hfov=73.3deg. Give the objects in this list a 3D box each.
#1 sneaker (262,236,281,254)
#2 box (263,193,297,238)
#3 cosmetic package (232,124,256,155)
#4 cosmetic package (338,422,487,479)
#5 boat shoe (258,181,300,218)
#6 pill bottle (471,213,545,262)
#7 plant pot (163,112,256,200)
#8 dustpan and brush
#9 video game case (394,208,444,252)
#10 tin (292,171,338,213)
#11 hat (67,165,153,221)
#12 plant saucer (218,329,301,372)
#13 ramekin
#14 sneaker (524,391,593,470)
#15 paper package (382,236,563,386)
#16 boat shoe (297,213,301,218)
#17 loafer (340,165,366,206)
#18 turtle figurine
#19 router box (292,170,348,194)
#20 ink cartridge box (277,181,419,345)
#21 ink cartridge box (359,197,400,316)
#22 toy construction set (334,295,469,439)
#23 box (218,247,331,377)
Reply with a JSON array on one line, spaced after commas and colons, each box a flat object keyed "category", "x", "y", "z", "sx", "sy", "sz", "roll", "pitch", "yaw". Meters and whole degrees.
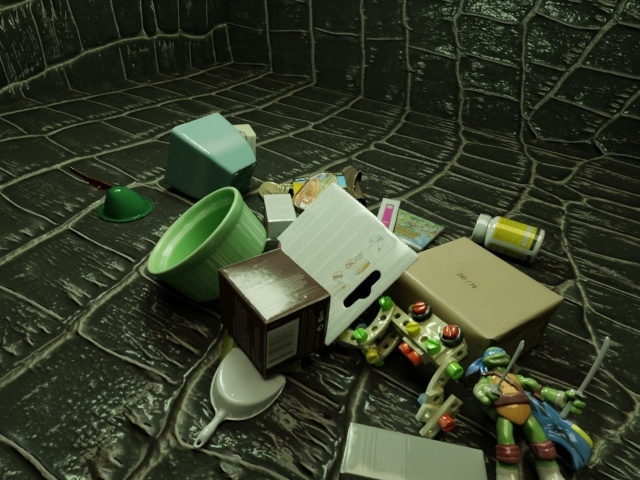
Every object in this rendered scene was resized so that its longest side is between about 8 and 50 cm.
[{"category": "sneaker", "x": -0.179, "y": 0.063, "z": 1.188, "sx": 0.072, "sy": 0.178, "sz": 0.077, "roll": 28, "pitch": 5, "yaw": -39}, {"category": "box", "x": -0.134, "y": -0.055, "z": 1.391, "sx": 0.091, "sy": 0.130, "sz": 0.170, "roll": -3, "pitch": 34, "yaw": -11}, {"category": "cosmetic package", "x": -0.435, "y": -0.400, "z": 1.841, "sx": 0.297, "sy": 0.153, "sz": 0.129, "roll": -11, "pitch": 39, "yaw": -21}, {"category": "cosmetic package", "x": 0.153, "y": 0.413, "z": 0.744, "sx": 0.238, "sy": 0.127, "sz": 0.107, "roll": 10, "pitch": 34, "yaw": 9}, {"category": "boat shoe", "x": -0.115, "y": -0.162, "z": 1.581, "sx": 0.109, "sy": 0.098, "sz": 0.302, "roll": -24, "pitch": 44, "yaw": -36}, {"category": "pill bottle", "x": 0.629, "y": -0.012, "z": 1.452, "sx": 0.209, "sy": 0.119, "sz": 0.119, "roll": 21, "pitch": 37, "yaw": 21}, {"category": "plant pot", "x": -0.391, "y": -0.282, "z": 1.608, "sx": 0.252, "sy": 0.247, "sz": 0.248, "roll": 36, "pitch": 41, "yaw": 10}, {"category": "dustpan and brush", "x": -0.186, "y": 0.333, "z": 0.885, "sx": 0.147, "sy": 0.060, "sz": 0.211, "roll": 28, "pitch": 32, "yaw": 14}, {"category": "video game case", "x": 0.306, "y": -0.044, "z": 1.536, "sx": 0.213, "sy": 0.023, "sz": 0.193, "roll": 27, "pitch": 39, "yaw": 28}, {"category": "tin", "x": -0.013, "y": -0.153, "z": 1.394, "sx": 0.106, "sy": 0.040, "sz": 0.189, "roll": 18, "pitch": 53, "yaw": 27}, {"category": "hat", "x": -0.676, "y": -0.178, "z": 1.443, "sx": 0.173, "sy": 0.183, "sz": 0.208, "roll": 20, "pitch": 37, "yaw": 20}, {"category": "plant saucer", "x": -0.140, "y": 0.229, "z": 1.044, "sx": 0.189, "sy": 0.045, "sz": 0.188, "roll": 2, "pitch": 34, "yaw": -5}, {"category": "ramekin", "x": -0.289, "y": 0.015, "z": 1.136, "sx": 0.304, "sy": 0.148, "sz": 0.303, "roll": -29, "pitch": 32, "yaw": 20}, {"category": "sneaker", "x": 0.445, "y": 0.380, "z": 0.889, "sx": 0.082, "sy": 0.069, "sz": 0.209, "roll": -26, "pitch": 45, "yaw": -33}, {"category": "paper package", "x": 0.380, "y": 0.161, "z": 1.118, "sx": 0.310, "sy": 0.168, "sz": 0.325, "roll": -17, "pitch": 39, "yaw": -30}, {"category": "boat shoe", "x": 0.000, "y": 0.000, "z": 1.345, "sx": 0.091, "sy": 0.114, "sz": 0.302, "roll": -13, "pitch": 37, "yaw": -35}, {"category": "loafer", "x": 0.104, "y": -0.140, "z": 1.571, "sx": 0.130, "sy": 0.133, "sz": 0.365, "roll": 15, "pitch": 45, "yaw": 8}, {"category": "turtle figurine", "x": 0.388, "y": 0.320, "z": 0.790, "sx": 0.198, "sy": 0.275, "sz": 0.266, "roll": 15, "pitch": 62, "yaw": -40}, {"category": "router box", "x": -0.001, "y": -0.170, "z": 1.467, "sx": 0.179, "sy": 0.046, "sz": 0.133, "roll": -9, "pitch": 44, "yaw": 1}, {"category": "ink cartridge box", "x": 0.044, "y": 0.054, "z": 1.142, "sx": 0.308, "sy": 0.091, "sz": 0.385, "roll": -45, "pitch": 48, "yaw": 2}, {"category": "ink cartridge box", "x": 0.173, "y": 0.035, "z": 1.262, "sx": 0.069, "sy": 0.175, "sz": 0.370, "roll": 12, "pitch": 34, "yaw": 8}, {"category": "toy construction set", "x": 0.193, "y": 0.250, "z": 0.942, "sx": 0.215, "sy": 0.151, "sz": 0.327, "roll": -35, "pitch": 47, "yaw": -9}, {"category": "box", "x": -0.107, "y": 0.154, "z": 0.967, "sx": 0.167, "sy": 0.168, "sz": 0.203, "roll": -20, "pitch": 42, "yaw": -33}]
